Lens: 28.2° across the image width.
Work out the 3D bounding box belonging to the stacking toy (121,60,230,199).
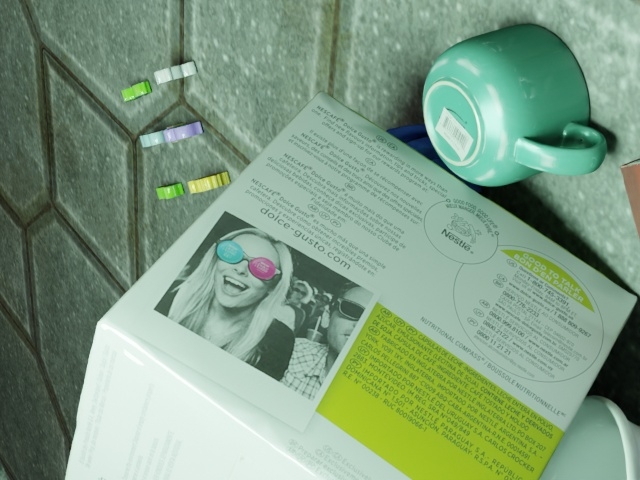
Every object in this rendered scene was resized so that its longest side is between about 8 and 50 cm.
[{"bbox_3d":[-0.206,-0.141,1.723,0.221,0.052,0.167,-5,103,61],"label":"stacking toy"}]

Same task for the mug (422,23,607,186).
[{"bbox_3d":[0.155,-0.111,1.075,0.158,0.097,0.129,0,107,60],"label":"mug"}]

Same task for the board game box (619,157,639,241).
[{"bbox_3d":[0.322,0.067,0.974,0.145,0.027,0.281,-7,101,62],"label":"board game box"}]

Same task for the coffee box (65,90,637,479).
[{"bbox_3d":[0.015,0.147,1.127,0.338,0.334,0.338,33,141,8],"label":"coffee box"}]

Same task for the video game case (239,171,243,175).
[{"bbox_3d":[0.000,0.000,1.486,0.274,0.026,0.196,-5,102,60],"label":"video game case"}]

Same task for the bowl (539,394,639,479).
[{"bbox_3d":[0.253,0.289,1.057,0.298,0.134,0.298,-164,90,-85],"label":"bowl"}]

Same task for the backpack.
[{"bbox_3d":[0.089,-0.061,1.221,0.120,0.098,0.101,-21,86,62],"label":"backpack"}]
